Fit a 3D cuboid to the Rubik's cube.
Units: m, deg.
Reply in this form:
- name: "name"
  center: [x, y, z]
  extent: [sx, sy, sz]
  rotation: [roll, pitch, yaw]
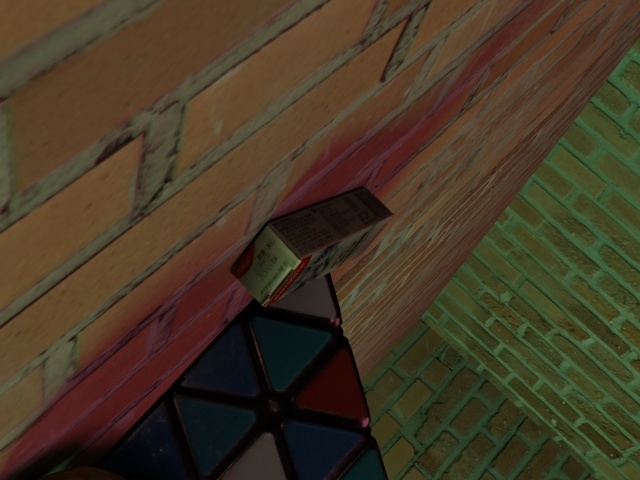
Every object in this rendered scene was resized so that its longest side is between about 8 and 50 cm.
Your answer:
- name: "Rubik's cube"
  center: [-0.032, 0.165, 1.008]
  extent: [0.284, 0.250, 0.234]
  rotation: [-52, -171, -4]

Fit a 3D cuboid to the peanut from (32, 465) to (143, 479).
- name: "peanut"
  center: [-0.167, 0.245, 0.774]
  extent: [0.130, 0.130, 0.290]
  rotation: [-46, 159, -7]

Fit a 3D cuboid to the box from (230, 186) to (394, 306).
- name: "box"
  center: [0.000, 0.000, 0.823]
  extent: [0.055, 0.039, 0.218]
  rotation: [-51, 169, 23]
